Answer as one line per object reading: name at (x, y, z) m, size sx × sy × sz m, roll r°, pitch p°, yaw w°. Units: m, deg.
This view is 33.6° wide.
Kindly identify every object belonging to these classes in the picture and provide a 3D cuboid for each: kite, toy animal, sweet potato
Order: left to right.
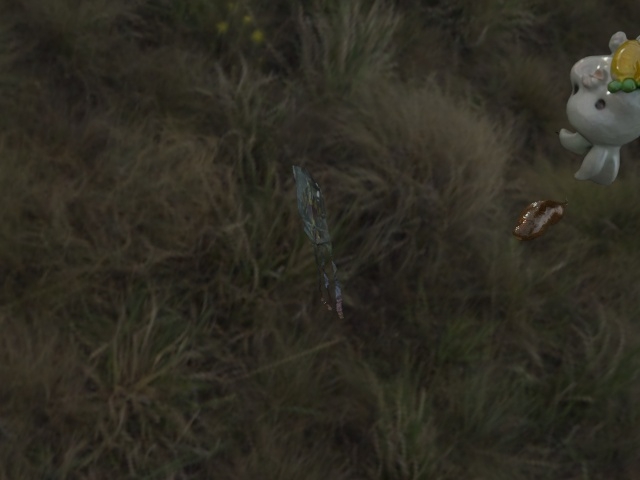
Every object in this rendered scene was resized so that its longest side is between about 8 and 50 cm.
kite at (-0.001, 0.000, 1.654) m, size 0.141 × 0.015 × 0.245 m, roll 29°, pitch 46°, yaw -65°
sweet potato at (0.370, -0.042, 1.758) m, size 0.056 × 0.056 × 0.195 m, roll 48°, pitch 41°, yaw 16°
toy animal at (0.535, -0.256, 1.819) m, size 0.310 × 0.247 × 0.183 m, roll -40°, pitch 58°, yaw -7°
